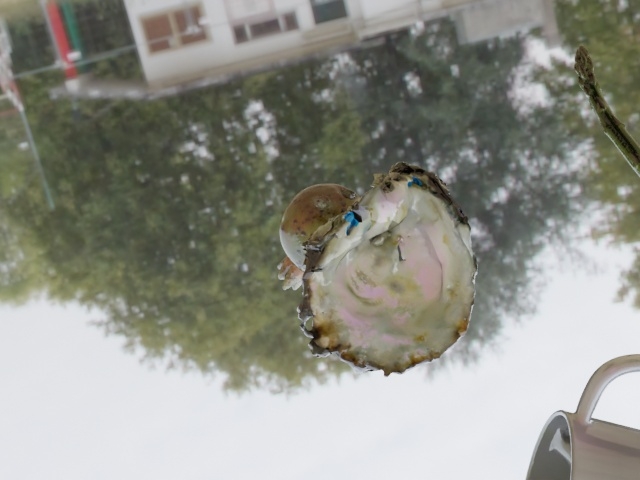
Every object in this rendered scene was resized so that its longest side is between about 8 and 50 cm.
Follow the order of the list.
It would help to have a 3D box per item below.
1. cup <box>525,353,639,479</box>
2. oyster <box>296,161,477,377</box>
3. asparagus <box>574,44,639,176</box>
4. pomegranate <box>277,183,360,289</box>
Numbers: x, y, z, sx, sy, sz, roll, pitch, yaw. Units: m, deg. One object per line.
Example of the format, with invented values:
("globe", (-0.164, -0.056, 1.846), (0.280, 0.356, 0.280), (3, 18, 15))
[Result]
("cup", (0.224, 0.178, 0.678), (0.142, 0.173, 0.134), (12, 160, 2))
("oyster", (0.076, 0.025, 1.107), (0.198, 0.260, 0.092), (10, 167, -9))
("asparagus", (0.362, -0.159, 1.230), (0.034, 0.027, 0.236), (-32, -128, 19))
("pomegranate", (0.000, 0.000, 1.552), (0.205, 0.159, 0.159), (-50, 173, 33))
